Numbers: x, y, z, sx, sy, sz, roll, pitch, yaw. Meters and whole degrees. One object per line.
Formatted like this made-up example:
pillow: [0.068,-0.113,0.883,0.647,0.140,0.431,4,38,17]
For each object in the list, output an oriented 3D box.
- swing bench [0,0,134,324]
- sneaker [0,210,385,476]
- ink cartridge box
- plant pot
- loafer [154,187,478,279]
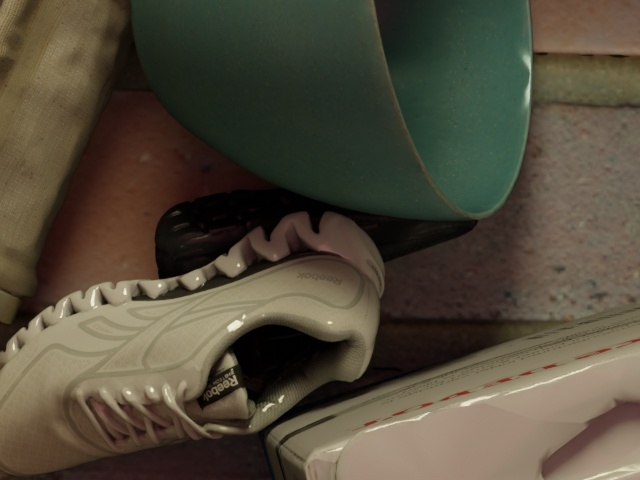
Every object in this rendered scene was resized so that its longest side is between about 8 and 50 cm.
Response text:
swing bench: [-0.261,-0.110,0.971,0.255,0.165,0.253,23,84,-4]
sneaker: [-0.094,0.082,0.966,0.292,0.118,0.110,-25,123,12]
ink cartridge box: [0.129,0.144,0.873,0.286,0.395,0.166,-17,87,-6]
plant pot: [-0.002,-0.148,0.966,0.196,0.290,0.290,-6,86,25]
loafer: [0.000,0.000,1.039,0.223,0.076,0.078,-11,123,-7]
